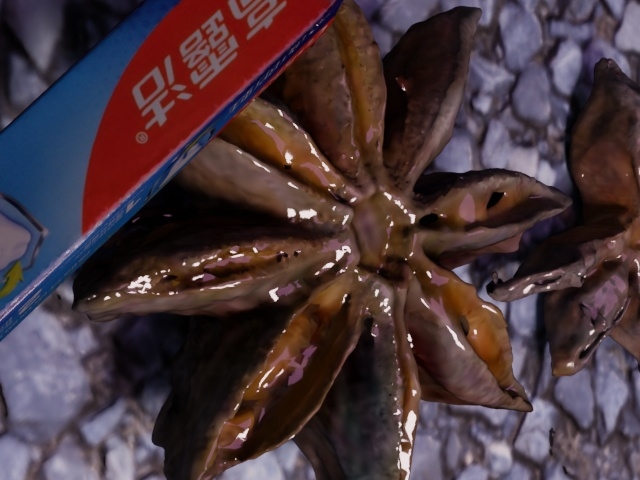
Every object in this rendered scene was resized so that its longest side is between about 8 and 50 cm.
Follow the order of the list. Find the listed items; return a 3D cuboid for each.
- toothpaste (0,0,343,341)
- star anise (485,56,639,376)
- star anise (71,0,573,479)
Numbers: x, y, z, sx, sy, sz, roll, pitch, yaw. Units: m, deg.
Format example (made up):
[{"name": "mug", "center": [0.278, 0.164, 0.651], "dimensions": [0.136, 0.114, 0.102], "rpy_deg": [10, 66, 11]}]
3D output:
[{"name": "toothpaste", "center": [-0.119, -0.024, 0.879], "dimensions": [0.066, 0.076, 0.320], "rpy_deg": [45, 76, -1]}, {"name": "star anise", "center": [0.200, 0.001, 1.247], "dimensions": [0.172, 0.063, 0.208], "rpy_deg": [47, 61, -34]}, {"name": "star anise", "center": [0.001, 0.002, 1.033], "dimensions": [0.332, 0.118, 0.331], "rpy_deg": [0, 90, -34]}]
